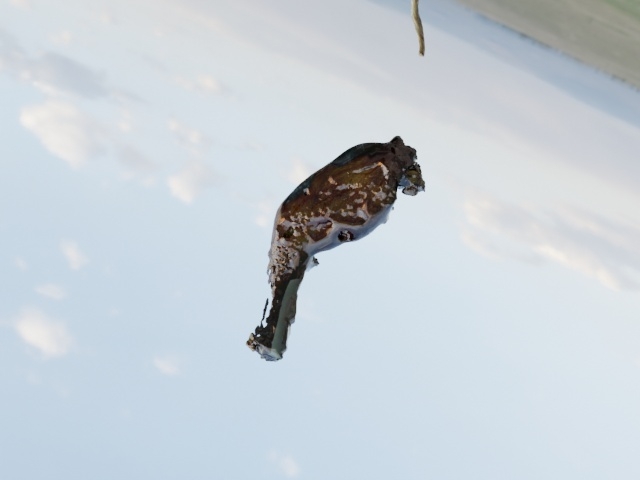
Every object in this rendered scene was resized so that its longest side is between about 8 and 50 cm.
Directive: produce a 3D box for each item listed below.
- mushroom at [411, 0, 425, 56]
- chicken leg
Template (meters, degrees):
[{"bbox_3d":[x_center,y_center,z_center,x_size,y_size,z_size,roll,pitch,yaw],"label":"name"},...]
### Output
[{"bbox_3d":[0.134,-0.363,1.507,0.026,0.028,0.286,20,-132,-30],"label":"mushroom"},{"bbox_3d":[0.000,0.000,1.042,0.106,0.253,0.051,36,-179,26],"label":"chicken leg"}]
